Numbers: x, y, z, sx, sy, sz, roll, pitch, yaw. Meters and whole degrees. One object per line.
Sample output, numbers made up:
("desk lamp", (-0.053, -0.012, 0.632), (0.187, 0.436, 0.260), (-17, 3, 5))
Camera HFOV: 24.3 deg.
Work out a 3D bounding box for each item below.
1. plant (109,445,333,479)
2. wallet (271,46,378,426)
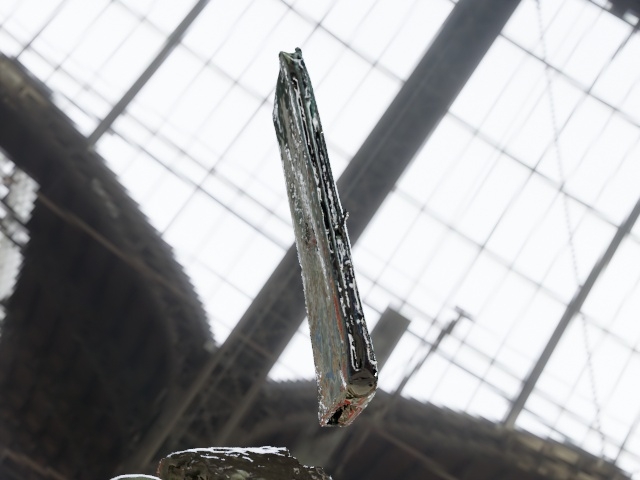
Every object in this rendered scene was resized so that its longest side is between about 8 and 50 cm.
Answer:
("plant", (-0.095, 0.240, 1.135), (0.149, 0.146, 0.274), (10, 2, 30))
("wallet", (0.000, 0.000, 1.566), (0.046, 0.379, 0.190), (-7, -19, -8))
